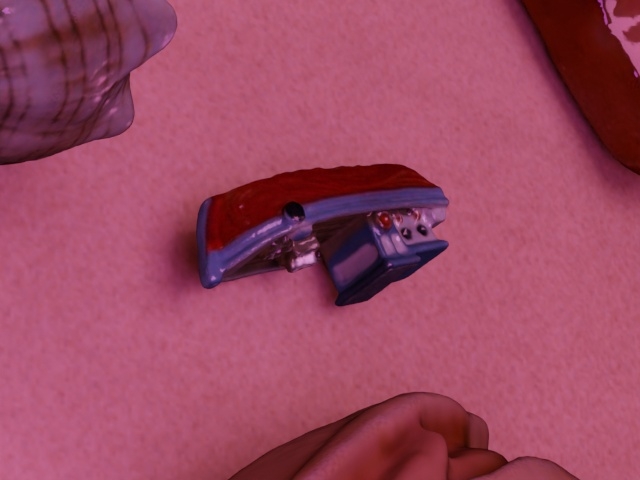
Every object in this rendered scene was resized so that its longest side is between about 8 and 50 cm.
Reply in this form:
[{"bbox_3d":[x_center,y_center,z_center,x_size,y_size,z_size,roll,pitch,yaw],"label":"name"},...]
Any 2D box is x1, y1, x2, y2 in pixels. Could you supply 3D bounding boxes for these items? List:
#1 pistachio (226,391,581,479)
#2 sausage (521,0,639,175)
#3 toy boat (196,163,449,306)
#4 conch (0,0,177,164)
[{"bbox_3d":[0.025,0.186,0.882,0.193,0.214,0.318,28,34,24],"label":"pistachio"},{"bbox_3d":[0.160,-0.171,1.206,0.089,0.083,0.300,-31,95,-49],"label":"sausage"},{"bbox_3d":[0.000,0.000,1.010,0.173,0.069,0.058,-6,67,-45],"label":"toy boat"},{"bbox_3d":[-0.172,-0.120,0.820,0.203,0.169,0.386,32,15,11],"label":"conch"}]
